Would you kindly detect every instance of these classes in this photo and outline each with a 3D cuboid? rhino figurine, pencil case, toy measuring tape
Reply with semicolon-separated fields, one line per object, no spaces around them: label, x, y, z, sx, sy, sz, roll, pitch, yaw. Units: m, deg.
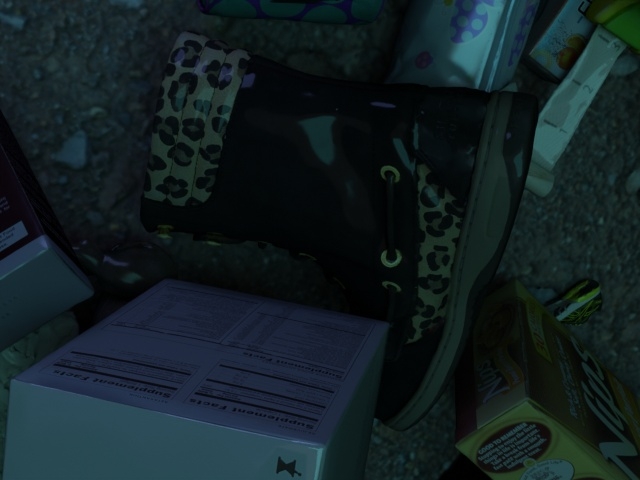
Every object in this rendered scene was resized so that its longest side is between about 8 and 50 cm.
rhino figurine;-0.175;0.108;0.908;0.106;0.073;0.243;-2;110;-11
pencil case;-0.026;-0.214;0.848;0.152;0.064;0.070;-2;131;-16
toy measuring tape;0.272;-0.174;0.847;0.121;0.121;0.330;28;98;-21
pencil case;0.136;-0.217;0.861;0.114;0.124;0.273;13;103;-18

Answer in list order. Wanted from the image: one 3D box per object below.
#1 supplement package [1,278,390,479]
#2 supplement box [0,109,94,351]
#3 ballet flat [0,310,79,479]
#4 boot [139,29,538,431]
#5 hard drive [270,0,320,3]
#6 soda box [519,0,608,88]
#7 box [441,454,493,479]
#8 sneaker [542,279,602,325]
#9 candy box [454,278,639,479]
supplement package;-0.078;0.165;0.741;0.198;0.263;0.199;11;103;10
supplement box;-0.273;-0.026;0.750;0.130;0.239;0.073;-32;147;-3
ballet flat;-0.224;0.219;0.866;0.147;0.147;0.408;-9;126;-12
boot;0.000;0.000;0.875;0.284;0.138;0.377;16;139;2
hard drive;0.007;-0.343;0.691;0.064;0.237;0.338;-3;96;-14
soda box;0.243;-0.228;0.919;0.058;0.063;0.183;33;96;-21
box;0.182;0.450;1.057;0.312;0.179;0.343;37;95;-24
sneaker;0.248;0.074;1.034;0.083;0.031;0.035;-31;115;-3
candy box;0.257;0.203;0.975;0.087;0.183;0.316;-38;110;25
